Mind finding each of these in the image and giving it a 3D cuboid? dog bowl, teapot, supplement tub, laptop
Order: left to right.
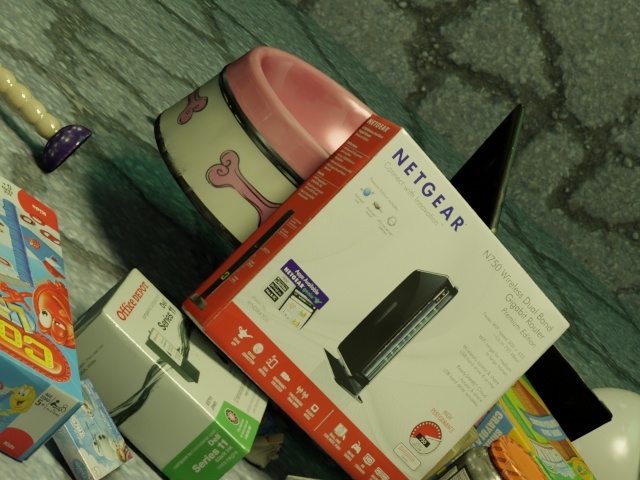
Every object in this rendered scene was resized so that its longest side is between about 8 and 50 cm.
[{"bbox_3d":[0.002,-0.072,1.889,0.408,0.150,0.408,38,17,-14],"label":"dog bowl"},{"bbox_3d":[0.176,0.326,1.848,0.117,0.190,0.117,43,17,-16],"label":"supplement tub"},{"bbox_3d":[0.285,0.083,2.292,0.236,0.382,0.408,20,66,-9],"label":"laptop"},{"bbox_3d":[0.403,0.343,2.408,0.256,0.187,0.253,62,37,-69],"label":"teapot"}]

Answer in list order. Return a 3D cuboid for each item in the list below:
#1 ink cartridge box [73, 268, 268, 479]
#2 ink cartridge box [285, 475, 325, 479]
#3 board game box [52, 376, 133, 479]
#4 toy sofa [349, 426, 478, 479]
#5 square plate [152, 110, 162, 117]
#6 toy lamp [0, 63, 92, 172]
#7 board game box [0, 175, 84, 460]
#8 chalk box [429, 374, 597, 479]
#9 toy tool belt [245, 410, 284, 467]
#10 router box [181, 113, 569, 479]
[{"bbox_3d":[-0.163,0.144,1.596,0.208,0.087,0.153,45,16,-8],"label":"ink cartridge box"},{"bbox_3d":[0.115,0.316,1.567,0.272,0.114,0.197,14,-8,-33],"label":"ink cartridge box"},{"bbox_3d":[-0.221,0.180,1.457,0.090,0.020,0.090,60,18,1],"label":"board game box"},{"bbox_3d":[0.023,0.156,1.931,0.362,0.150,0.177,49,17,5],"label":"toy sofa"},{"bbox_3d":[-0.035,-0.102,2.330,0.347,0.049,0.344,19,1,28],"label":"square plate"},{"bbox_3d":[-0.392,-0.205,1.854,0.275,0.080,0.080,47,16,-7],"label":"toy lamp"},{"bbox_3d":[-0.367,0.009,1.395,0.308,0.086,0.302,36,19,-33],"label":"board game box"},{"bbox_3d":[0.240,0.319,2.049,0.180,0.179,0.289,20,31,-57],"label":"chalk box"},{"bbox_3d":[-0.066,0.212,1.747,0.052,0.051,0.083,36,19,-35],"label":"toy tool belt"},{"bbox_3d":[0.066,0.083,1.712,0.335,0.301,0.082,46,-4,-27],"label":"router box"}]
